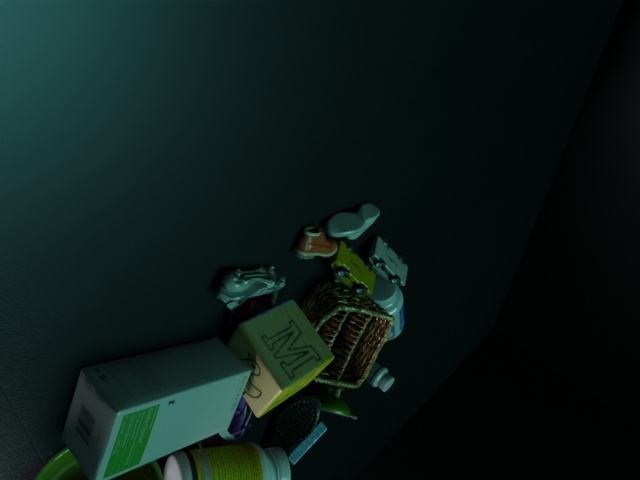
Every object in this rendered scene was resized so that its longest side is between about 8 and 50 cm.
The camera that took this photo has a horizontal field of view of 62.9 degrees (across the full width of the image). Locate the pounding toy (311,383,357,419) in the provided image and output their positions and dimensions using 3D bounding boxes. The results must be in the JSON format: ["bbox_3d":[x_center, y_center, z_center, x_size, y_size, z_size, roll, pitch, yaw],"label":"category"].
[{"bbox_3d":[0.044,0.603,2.008,0.237,0.182,0.110,50,52,-60],"label":"pounding toy"}]

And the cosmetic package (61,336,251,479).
[{"bbox_3d":[-0.356,0.362,1.179,0.365,0.155,0.197,-3,120,-52],"label":"cosmetic package"}]

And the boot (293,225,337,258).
[{"bbox_3d":[0.000,0.000,1.415,0.157,0.059,0.085,-7,121,-51],"label":"boot"}]

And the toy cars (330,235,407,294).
[{"bbox_3d":[0.144,0.082,1.650,0.393,0.087,0.177,-6,81,-52],"label":"toy cars"}]

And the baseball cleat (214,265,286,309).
[{"bbox_3d":[-0.177,0.116,1.285,0.205,0.072,0.109,10,126,-52],"label":"baseball cleat"}]

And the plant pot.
[{"bbox_3d":[-0.498,0.622,1.168,0.276,0.276,0.254,-27,151,-39],"label":"plant pot"}]

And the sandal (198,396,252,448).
[{"bbox_3d":[-0.252,0.508,1.520,0.169,0.102,0.417,-16,134,-45],"label":"sandal"}]

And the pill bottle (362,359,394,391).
[{"bbox_3d":[0.218,0.541,2.150,0.094,0.169,0.094,-35,145,-29],"label":"pill bottle"}]

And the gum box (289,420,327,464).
[{"bbox_3d":[-0.067,0.789,2.058,0.184,0.041,0.157,-41,178,-21],"label":"gum box"}]

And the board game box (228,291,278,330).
[{"bbox_3d":[-0.165,0.179,1.382,0.168,0.033,0.133,-33,144,-33],"label":"board game box"}]

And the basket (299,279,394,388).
[{"bbox_3d":[0.045,0.298,1.597,0.213,0.223,0.299,-2,125,-48],"label":"basket"}]

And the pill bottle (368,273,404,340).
[{"bbox_3d":[0.221,0.234,1.866,0.152,0.152,0.272,-42,147,-20],"label":"pill bottle"}]

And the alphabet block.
[{"bbox_3d":[-0.117,0.304,1.365,0.193,0.197,0.192,-23,157,-41],"label":"alphabet block"}]

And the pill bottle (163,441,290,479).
[{"bbox_3d":[-0.263,0.686,1.499,0.333,0.188,0.188,6,118,-31],"label":"pill bottle"}]

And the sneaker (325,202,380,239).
[{"bbox_3d":[0.087,-0.034,1.492,0.212,0.080,0.094,-22,149,-44],"label":"sneaker"}]

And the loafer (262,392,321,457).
[{"bbox_3d":[-0.109,0.675,1.897,0.366,0.133,0.130,-57,175,23],"label":"loafer"}]
